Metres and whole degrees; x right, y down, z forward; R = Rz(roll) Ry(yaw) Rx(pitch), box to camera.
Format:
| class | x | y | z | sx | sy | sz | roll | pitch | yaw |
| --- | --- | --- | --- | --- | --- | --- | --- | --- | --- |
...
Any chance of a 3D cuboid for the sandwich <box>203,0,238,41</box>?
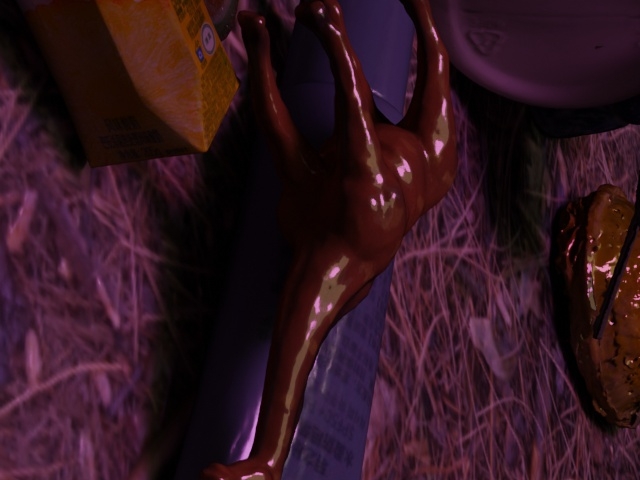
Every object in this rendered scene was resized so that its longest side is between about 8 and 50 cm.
| class | x | y | z | sx | sy | sz | roll | pitch | yaw |
| --- | --- | --- | --- | --- | --- | --- | --- | --- | --- |
| sandwich | -0.075 | -0.126 | 0.928 | 0.135 | 0.029 | 0.067 | -26 | 105 | -65 |

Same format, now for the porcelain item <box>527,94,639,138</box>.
| class | x | y | z | sx | sy | sz | roll | pitch | yaw |
| --- | --- | --- | --- | --- | --- | --- | --- | --- | --- |
| porcelain item | 0.232 | -0.163 | 1.498 | 0.147 | 0.114 | 0.147 | 32 | 54 | -58 |

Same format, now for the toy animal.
| class | x | y | z | sx | sy | sz | roll | pitch | yaw |
| --- | --- | --- | --- | --- | --- | --- | --- | --- | --- |
| toy animal | 0.000 | 0.000 | 0.870 | 0.224 | 0.066 | 0.229 | -27 | 113 | -51 |

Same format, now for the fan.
| class | x | y | z | sx | sy | sz | roll | pitch | yaw |
| --- | --- | --- | --- | --- | --- | --- | --- | --- | --- |
| fan | 0.259 | -0.088 | 1.369 | 0.294 | 0.012 | 0.223 | 102 | 2 | -56 |

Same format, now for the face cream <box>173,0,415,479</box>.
| class | x | y | z | sx | sy | sz | roll | pitch | yaw |
| --- | --- | --- | --- | --- | --- | --- | --- | --- | --- |
| face cream | -0.007 | 0.022 | 0.961 | 0.135 | 0.086 | 0.385 | 37 | 51 | -39 |

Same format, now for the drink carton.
| class | x | y | z | sx | sy | sz | roll | pitch | yaw |
| --- | --- | --- | --- | --- | --- | --- | --- | --- | --- |
| drink carton | -0.106 | -0.131 | 0.805 | 0.074 | 0.084 | 0.200 | -64 | 142 | -47 |

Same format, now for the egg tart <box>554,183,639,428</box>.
| class | x | y | z | sx | sy | sz | roll | pitch | yaw |
| --- | --- | --- | --- | --- | --- | --- | --- | --- | --- |
| egg tart | 0.264 | 0.053 | 1.523 | 0.212 | 0.090 | 0.212 | 22 | 65 | -61 |

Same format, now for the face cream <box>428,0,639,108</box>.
| class | x | y | z | sx | sy | sz | roll | pitch | yaw |
| --- | --- | --- | --- | --- | --- | --- | --- | --- | --- |
| face cream | 0.180 | -0.224 | 1.307 | 0.201 | 0.201 | 0.187 | 57 | 33 | -40 |
